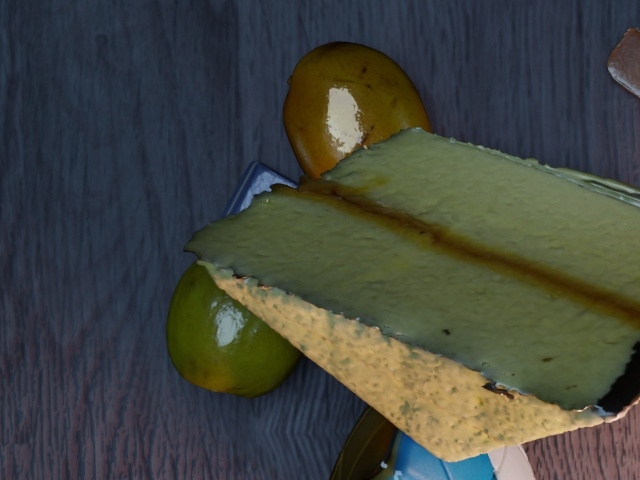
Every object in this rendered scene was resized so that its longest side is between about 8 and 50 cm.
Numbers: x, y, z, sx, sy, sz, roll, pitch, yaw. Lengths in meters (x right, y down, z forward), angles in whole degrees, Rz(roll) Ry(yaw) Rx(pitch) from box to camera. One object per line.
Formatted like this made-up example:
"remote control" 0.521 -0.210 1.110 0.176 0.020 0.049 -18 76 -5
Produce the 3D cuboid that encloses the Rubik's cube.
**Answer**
"Rubik's cube" 0.108 0.264 1.717 0.254 0.254 0.255 -1 86 11

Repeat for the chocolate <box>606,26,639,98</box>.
"chocolate" 0.344 -0.171 1.754 0.100 0.031 0.065 33 110 15

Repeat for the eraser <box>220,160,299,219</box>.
"eraser" 0.000 0.000 1.805 0.225 0.036 0.082 30 94 11

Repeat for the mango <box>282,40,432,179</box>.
"mango" 0.048 -0.101 1.764 0.144 0.112 0.219 -31 83 -3

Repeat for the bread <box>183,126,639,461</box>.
"bread" 0.155 0.009 1.586 0.405 0.242 0.346 45 52 -5

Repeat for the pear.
"pear" -0.082 0.082 1.762 0.148 0.149 0.162 19 80 12
